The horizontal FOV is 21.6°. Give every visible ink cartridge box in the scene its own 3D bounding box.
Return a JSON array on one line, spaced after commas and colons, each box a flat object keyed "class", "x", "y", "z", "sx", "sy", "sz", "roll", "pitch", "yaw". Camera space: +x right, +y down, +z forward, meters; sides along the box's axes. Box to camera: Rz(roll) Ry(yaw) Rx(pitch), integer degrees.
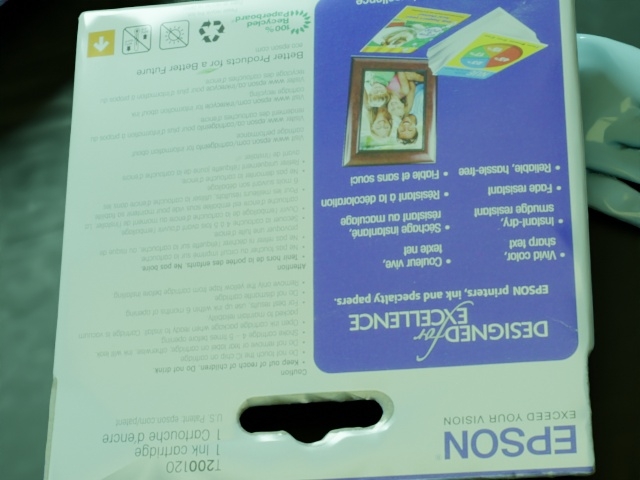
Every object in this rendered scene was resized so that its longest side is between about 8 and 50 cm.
[{"class": "ink cartridge box", "x": 0.000, "y": 0.000, "z": 0.646, "sx": 0.206, "sy": 0.045, "sz": 0.208, "roll": -4, "pitch": 66, "yaw": 11}]

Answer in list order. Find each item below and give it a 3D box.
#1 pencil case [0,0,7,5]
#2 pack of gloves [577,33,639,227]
[{"class": "pencil case", "x": -0.190, "y": -0.132, "z": 0.750, "sx": 0.236, "sy": 0.104, "sz": 0.104, "roll": -43, "pitch": 59, "yaw": -16}, {"class": "pack of gloves", "x": 0.099, "y": -0.114, "z": 0.704, "sx": 0.232, "sy": 0.046, "sz": 0.195, "roll": 21, "pitch": 64, "yaw": 24}]
